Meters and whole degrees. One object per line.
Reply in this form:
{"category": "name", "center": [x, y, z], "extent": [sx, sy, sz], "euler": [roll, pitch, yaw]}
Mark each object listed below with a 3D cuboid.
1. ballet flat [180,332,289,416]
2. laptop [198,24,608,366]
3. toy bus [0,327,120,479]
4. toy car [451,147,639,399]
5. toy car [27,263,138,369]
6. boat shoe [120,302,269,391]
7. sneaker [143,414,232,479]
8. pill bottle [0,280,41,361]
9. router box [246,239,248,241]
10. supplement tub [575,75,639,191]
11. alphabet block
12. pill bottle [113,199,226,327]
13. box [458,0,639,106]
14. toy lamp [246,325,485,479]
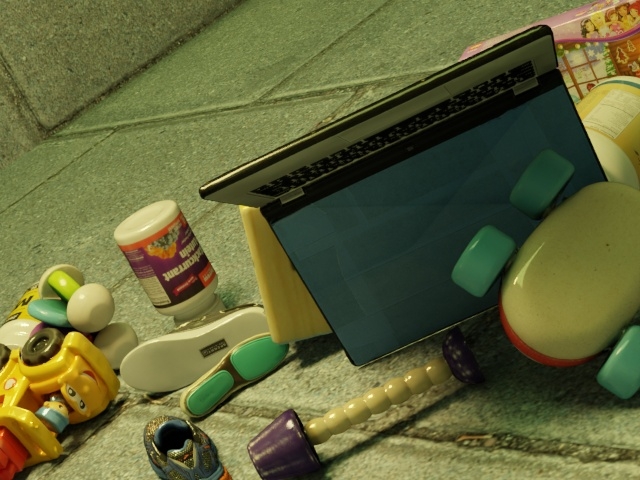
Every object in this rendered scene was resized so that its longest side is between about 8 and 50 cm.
{"category": "ballet flat", "center": [-0.119, 0.174, 1.895], "extent": [0.168, 0.057, 0.052], "euler": [-32, 10, -13]}
{"category": "laptop", "center": [0.128, -0.026, 1.564], "extent": [0.382, 0.236, 0.408], "euler": [-25, -5, 9]}
{"category": "toy bus", "center": [-0.415, 0.250, 1.992], "extent": [0.220, 0.149, 0.211], "euler": [-18, 35, 21]}
{"category": "toy car", "center": [0.267, 0.062, 1.530], "extent": [0.210, 0.219, 0.238], "euler": [-51, -11, -19]}
{"category": "toy car", "center": [-0.378, 0.134, 2.163], "extent": [0.136, 0.182, 0.159], "euler": [-40, 37, -18]}
{"category": "boat shoe", "center": [-0.172, 0.144, 2.009], "extent": [0.228, 0.080, 0.076], "euler": [-25, 13, 5]}
{"category": "sneaker", "center": [-0.170, 0.248, 1.722], "extent": [0.083, 0.087, 0.221], "euler": [-33, 20, -15]}
{"category": "pill bottle", "center": [-0.457, 0.158, 2.289], "extent": [0.119, 0.119, 0.208], "euler": [-22, 20, 18]}
{"category": "router box", "center": [-0.044, 0.027, 2.103], "extent": [0.038, 0.092, 0.122], "euler": [-40, 23, -30]}
{"category": "supplement tub", "center": [0.361, -0.105, 1.813], "extent": [0.144, 0.144, 0.200], "euler": [-6, 29, 47]}
{"category": "alphabet block", "center": [0.000, 0.000, 1.896], "extent": [0.193, 0.197, 0.192], "euler": [-14, 18, -4]}
{"category": "pill bottle", "center": [-0.220, 0.046, 2.141], "extent": [0.108, 0.193, 0.108], "euler": [-25, 20, 10]}
{"category": "box", "center": [0.369, -0.223, 2.016], "extent": [0.293, 0.201, 0.057], "euler": [-17, 22, 30]}
{"category": "toy lamp", "center": [0.048, 0.190, 1.594], "extent": [0.275, 0.080, 0.080], "euler": [-27, 19, 2]}
